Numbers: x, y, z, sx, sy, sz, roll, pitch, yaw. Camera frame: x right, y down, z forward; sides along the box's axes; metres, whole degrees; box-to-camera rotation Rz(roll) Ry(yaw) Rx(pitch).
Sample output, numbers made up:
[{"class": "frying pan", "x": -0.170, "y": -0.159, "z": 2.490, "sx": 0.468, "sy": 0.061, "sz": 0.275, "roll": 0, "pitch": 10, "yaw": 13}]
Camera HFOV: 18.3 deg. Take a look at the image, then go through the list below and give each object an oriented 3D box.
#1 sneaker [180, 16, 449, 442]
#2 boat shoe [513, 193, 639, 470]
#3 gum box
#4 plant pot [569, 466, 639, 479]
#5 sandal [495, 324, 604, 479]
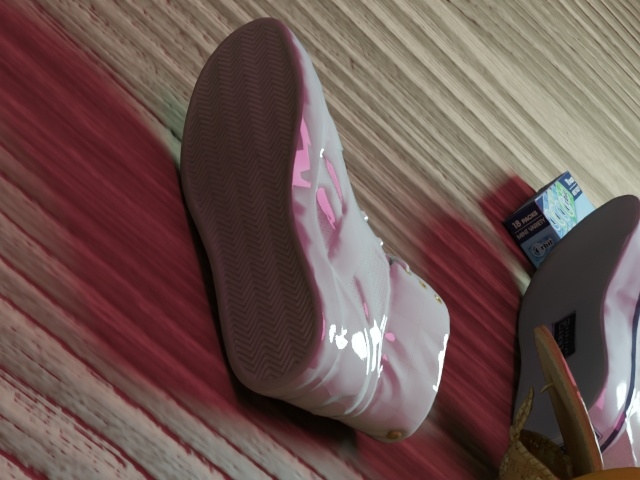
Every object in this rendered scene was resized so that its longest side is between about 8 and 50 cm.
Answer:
[{"class": "sneaker", "x": 0.000, "y": 0.000, "z": 1.347, "sx": 0.169, "sy": 0.108, "sz": 0.292, "roll": 32, "pitch": 41, "yaw": -46}, {"class": "boat shoe", "x": 0.262, "y": 0.106, "z": 1.669, "sx": 0.156, "sy": 0.136, "sz": 0.367, "roll": 48, "pitch": 26, "yaw": -17}, {"class": "gum box", "x": 0.259, "y": 0.031, "z": 1.888, "sx": 0.184, "sy": 0.041, "sz": 0.157, "roll": 54, "pitch": 22, "yaw": 1}, {"class": "plant pot", "x": 0.156, "y": 0.285, "z": 1.089, "sx": 0.254, "sy": 0.254, "sz": 0.239, "roll": 56, "pitch": 37, "yaw": 2}, {"class": "sandal", "x": 0.168, "y": 0.184, "z": 1.456, "sx": 0.088, "sy": 0.079, "sz": 0.240, "roll": -121, "pitch": -170, "yaw": -68}]
